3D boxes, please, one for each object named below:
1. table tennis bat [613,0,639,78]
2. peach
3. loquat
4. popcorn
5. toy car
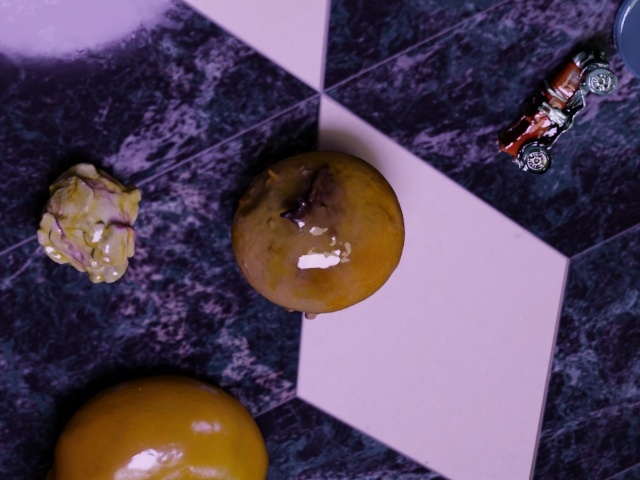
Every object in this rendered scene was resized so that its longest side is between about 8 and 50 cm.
[{"bbox_3d":[0.370,-0.188,1.910,0.124,0.033,0.201,-22,123,-1],"label":"table tennis bat"},{"bbox_3d":[-0.171,0.254,1.960,0.251,0.153,0.251,-20,134,-23],"label":"peach"},{"bbox_3d":[0.000,0.000,1.845,0.172,0.149,0.204,-22,140,-4],"label":"loquat"},{"bbox_3d":[-0.225,-0.018,1.802,0.097,0.089,0.109,-10,123,33],"label":"popcorn"},{"bbox_3d":[0.240,-0.135,1.880,0.054,0.073,0.143,33,109,-13],"label":"toy car"}]
